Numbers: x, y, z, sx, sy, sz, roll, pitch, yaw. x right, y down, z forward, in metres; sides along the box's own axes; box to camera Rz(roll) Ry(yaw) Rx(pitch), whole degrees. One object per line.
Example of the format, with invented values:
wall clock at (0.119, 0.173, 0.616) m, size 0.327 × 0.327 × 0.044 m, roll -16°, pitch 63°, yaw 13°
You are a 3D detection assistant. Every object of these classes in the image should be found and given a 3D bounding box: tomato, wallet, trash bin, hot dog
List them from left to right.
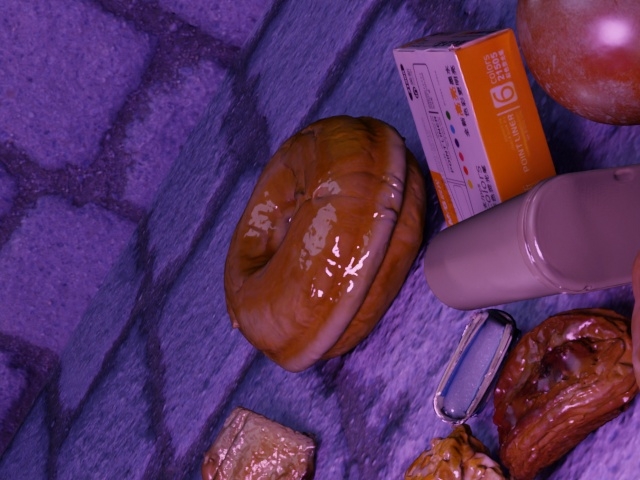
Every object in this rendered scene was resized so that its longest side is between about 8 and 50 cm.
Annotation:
wallet at (0.183, 0.145, 1.646) m, size 0.141 × 0.059 × 0.202 m, roll -62°, pitch -11°, yaw 1°
hot dog at (0.259, 0.165, 1.517) m, size 0.227 × 0.099 × 0.160 m, roll -54°, pitch 17°, yaw 32°
trash bin at (0.264, 0.003, 1.513) m, size 0.247 × 0.243 × 0.121 m, roll -24°, pitch 76°, yaw 63°
tomato at (0.347, -0.274, 1.634) m, size 0.270 × 0.222 × 0.270 m, roll -49°, pitch 29°, yaw 39°

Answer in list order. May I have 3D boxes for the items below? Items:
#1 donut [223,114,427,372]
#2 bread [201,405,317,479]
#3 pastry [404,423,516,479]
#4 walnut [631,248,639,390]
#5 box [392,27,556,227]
donut at (0.000, 0.000, 2.185) m, size 0.449 × 0.198 × 0.449 m, roll -51°, pitch 25°, yaw 36°
bread at (-0.112, 0.340, 2.147) m, size 0.174 × 0.133 × 0.251 m, roll -64°, pitch 20°, yaw -5°
pastry at (0.122, 0.337, 1.633) m, size 0.250 × 0.102 × 0.154 m, roll -56°, pitch 19°, yaw 16°
walnut at (0.388, 0.073, 1.047) m, size 0.344 × 0.306 × 0.306 m, roll -16°, pitch 52°, yaw 66°
box at (0.203, -0.129, 1.775) m, size 0.091 × 0.274 × 0.221 m, roll -23°, pitch 12°, yaw -14°
